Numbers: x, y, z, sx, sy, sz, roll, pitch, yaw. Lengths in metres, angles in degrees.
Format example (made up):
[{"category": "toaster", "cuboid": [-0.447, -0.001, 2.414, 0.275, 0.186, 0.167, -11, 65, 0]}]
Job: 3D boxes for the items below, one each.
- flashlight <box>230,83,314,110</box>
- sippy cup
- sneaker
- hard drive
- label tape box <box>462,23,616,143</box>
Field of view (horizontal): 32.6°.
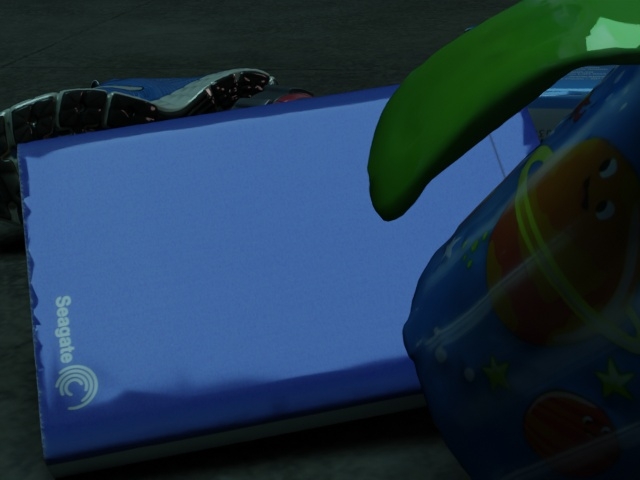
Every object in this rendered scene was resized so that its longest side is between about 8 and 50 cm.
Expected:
[{"category": "flashlight", "cuboid": [0.047, -0.066, 0.906, 0.103, 0.103, 0.304, 8, 5, -43]}, {"category": "sippy cup", "cuboid": [0.167, 0.023, 0.476, 0.224, 0.305, 0.240, -40, 1, 37]}, {"category": "sneaker", "cuboid": [-0.190, -0.084, 1.008, 0.330, 0.129, 0.147, -16, 14, -43]}, {"category": "hard drive", "cuboid": [-0.011, 0.008, 0.655, 0.319, 0.040, 0.210, -10, 60, -7]}, {"category": "label tape box", "cuboid": [0.253, -0.134, 1.048, 0.249, 0.115, 0.347, 2, 20, 12]}]
